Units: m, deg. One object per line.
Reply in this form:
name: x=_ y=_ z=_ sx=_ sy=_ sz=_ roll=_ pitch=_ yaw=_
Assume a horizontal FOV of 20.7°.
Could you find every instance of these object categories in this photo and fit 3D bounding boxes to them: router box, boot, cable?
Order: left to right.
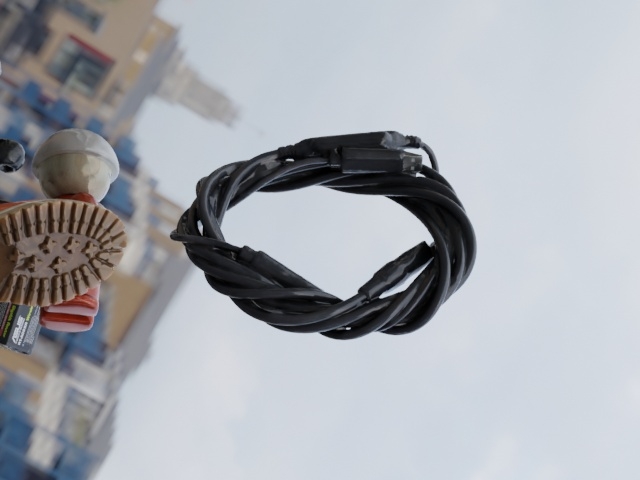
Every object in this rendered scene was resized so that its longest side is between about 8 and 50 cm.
boot: x=-0.187 y=0.000 z=0.942 sx=0.084 sy=0.158 sz=0.059 roll=35 pitch=-53 yaw=56
router box: x=-0.270 y=0.027 z=1.477 sx=0.038 sy=0.092 sz=0.122 roll=31 pitch=74 yaw=-58
cable: x=0.000 y=0.000 z=1.082 sx=0.047 sy=0.184 sz=0.150 roll=96 pitch=-14 yaw=-54

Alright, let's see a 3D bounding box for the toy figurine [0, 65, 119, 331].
toy figurine: x=-0.257 y=-0.024 z=1.163 sx=0.209 sy=0.213 sz=0.148 roll=-17 pitch=-122 yaw=26
